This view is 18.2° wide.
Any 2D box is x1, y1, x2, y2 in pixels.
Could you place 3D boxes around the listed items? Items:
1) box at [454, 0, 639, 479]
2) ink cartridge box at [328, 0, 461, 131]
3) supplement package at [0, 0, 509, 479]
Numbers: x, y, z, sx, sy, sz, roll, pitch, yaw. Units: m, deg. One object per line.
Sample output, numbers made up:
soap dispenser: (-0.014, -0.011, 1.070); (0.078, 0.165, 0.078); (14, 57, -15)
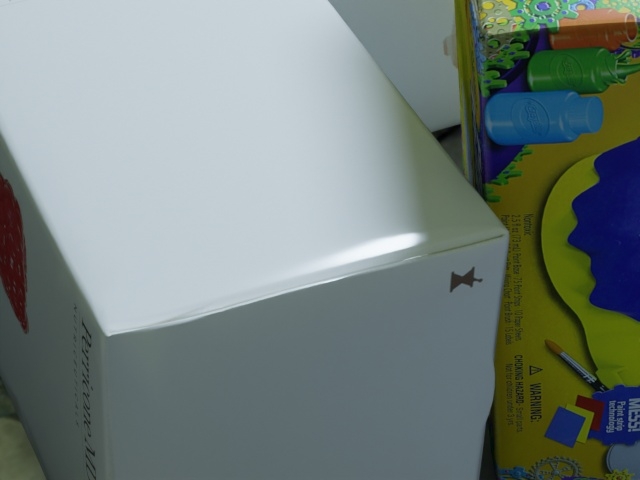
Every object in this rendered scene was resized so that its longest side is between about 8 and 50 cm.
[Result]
box: (0.204, -0.051, 0.894); (0.279, 0.290, 0.177); (-6, 46, 3)
ink cartridge box: (0.113, -0.228, 1.166); (0.385, 0.160, 0.279); (-16, 46, -10)
supplement package: (-0.062, -0.003, 0.905); (0.175, 0.177, 0.293); (-13, 41, -20)
